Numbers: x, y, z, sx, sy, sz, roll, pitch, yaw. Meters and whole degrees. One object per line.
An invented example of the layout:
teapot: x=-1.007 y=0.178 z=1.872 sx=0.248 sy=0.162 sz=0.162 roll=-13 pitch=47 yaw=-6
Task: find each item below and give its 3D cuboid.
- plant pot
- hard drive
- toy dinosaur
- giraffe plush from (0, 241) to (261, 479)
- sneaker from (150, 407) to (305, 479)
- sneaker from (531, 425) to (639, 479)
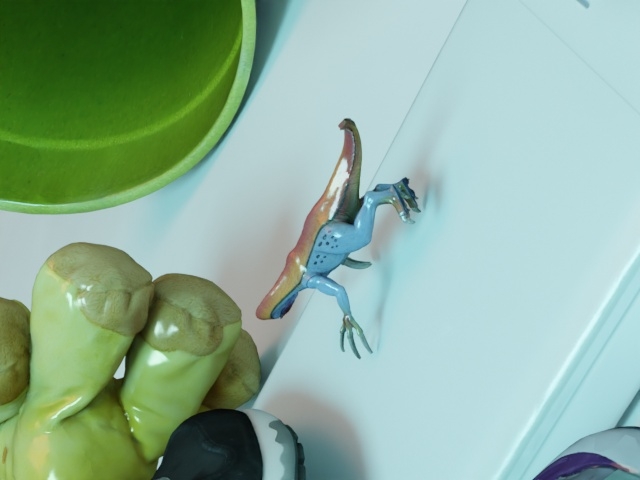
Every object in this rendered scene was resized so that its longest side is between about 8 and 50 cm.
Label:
plant pot: x=-0.201 y=-0.270 z=1.031 sx=0.366 sy=0.366 sz=0.353 roll=-54 pitch=15 yaw=37
hard drive: x=0.049 y=0.038 z=0.522 sx=0.307 sy=0.040 sz=0.203 roll=-62 pitch=23 yaw=21
toy dinosaur: x=0.000 y=0.000 z=0.528 sx=0.082 sy=0.090 sz=0.047 roll=-28 pitch=20 yaw=16
giraffe plush: x=-0.122 y=0.130 z=0.674 sx=0.210 sy=0.181 sz=0.170 roll=-38 pitch=47 yaw=29
sneaker: x=-0.074 y=0.138 z=0.454 sx=0.283 sy=0.124 sz=0.107 roll=-96 pitch=19 yaw=-66
sneaker: x=0.023 y=0.141 z=0.387 sx=0.083 sy=0.098 sz=0.223 roll=46 pitch=124 yaw=21
